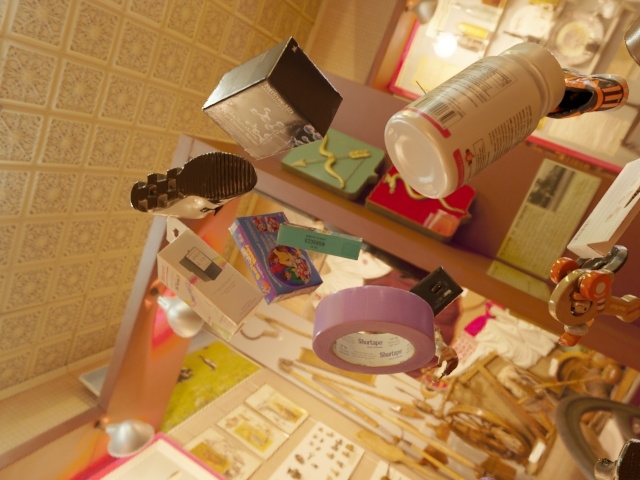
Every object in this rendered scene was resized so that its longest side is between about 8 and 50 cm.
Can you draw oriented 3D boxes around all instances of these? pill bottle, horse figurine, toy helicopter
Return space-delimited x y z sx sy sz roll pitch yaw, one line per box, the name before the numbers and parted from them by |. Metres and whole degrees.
pill bottle | 0.264 -0.208 0.831 0.283 0.160 0.160 -35 -26 -14
horse figurine | 0.450 0.439 1.881 0.174 0.263 0.066 -37 -65 -7
toy helicopter | 0.806 0.198 1.428 0.140 0.355 0.234 40 116 63

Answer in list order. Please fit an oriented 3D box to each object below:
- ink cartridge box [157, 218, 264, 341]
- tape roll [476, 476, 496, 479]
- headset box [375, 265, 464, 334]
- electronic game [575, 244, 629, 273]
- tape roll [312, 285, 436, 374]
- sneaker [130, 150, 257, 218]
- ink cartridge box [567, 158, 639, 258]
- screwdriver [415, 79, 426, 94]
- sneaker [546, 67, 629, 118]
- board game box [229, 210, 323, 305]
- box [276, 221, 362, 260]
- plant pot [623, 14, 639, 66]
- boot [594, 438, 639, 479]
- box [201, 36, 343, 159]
ink cartridge box | -0.339 0.106 1.369 0.119 0.353 0.207 -47 -5 -29
tape roll | 0.426 0.727 1.288 0.189 0.080 0.189 -12 -64 -25
headset box | 0.361 0.248 1.812 0.246 0.131 0.283 -27 -19 -43
electronic game | 0.949 0.092 1.697 0.229 0.048 0.229 -39 3 2
tape roll | 0.120 0.212 1.116 0.274 0.275 0.090 91 -176 -53
sneaker | -0.283 -0.122 1.195 0.146 0.331 0.122 36 -130 -62
ink cartridge box | 0.733 -0.085 1.168 0.275 0.060 0.239 -54 -7 1
screwdriver | 0.348 -0.431 1.521 0.025 0.170 0.024 -25 -10 -35
sneaker | 0.633 -0.399 1.327 0.180 0.321 0.124 -12 -72 -19
board game box | -0.171 0.058 1.887 0.233 0.347 0.078 -11 -27 -42
box | 0.000 0.000 1.461 0.100 0.244 0.060 -47 -31 -81
plant pot | 0.477 -0.274 0.580 0.167 0.167 0.165 -51 -4 -35
boot | 0.777 0.588 1.292 0.137 0.077 0.197 -92 9 -80
box | -0.175 -0.492 1.771 0.293 0.396 0.212 42 -122 -33
